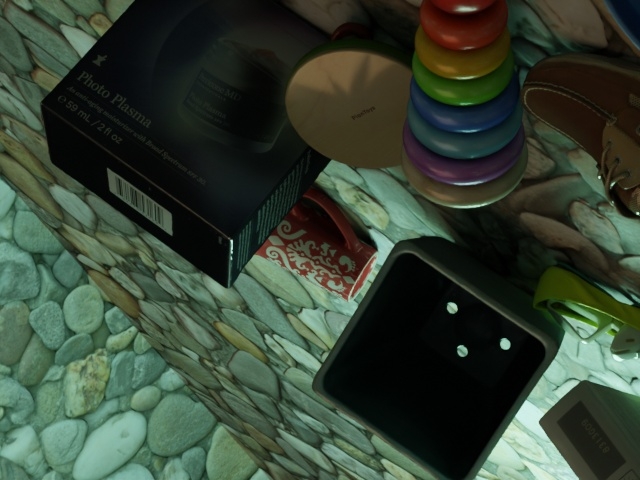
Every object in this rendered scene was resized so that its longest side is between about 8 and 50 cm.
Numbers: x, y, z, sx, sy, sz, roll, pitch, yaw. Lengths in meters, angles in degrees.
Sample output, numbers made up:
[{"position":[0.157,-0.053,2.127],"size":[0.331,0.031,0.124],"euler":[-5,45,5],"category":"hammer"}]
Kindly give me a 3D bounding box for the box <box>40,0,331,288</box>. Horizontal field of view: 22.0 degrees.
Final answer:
[{"position":[-0.141,-0.158,2.056],"size":[0.296,0.294,0.183],"euler":[35,159,9],"category":"box"}]

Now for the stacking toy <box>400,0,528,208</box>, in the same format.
[{"position":[0.150,-0.184,1.695],"size":[0.141,0.141,0.330],"euler":[30,149,24],"category":"stacking toy"}]

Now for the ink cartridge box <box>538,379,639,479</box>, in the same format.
[{"position":[0.463,0.334,2.031],"size":[0.385,0.091,0.308],"euler":[22,-153,-53],"category":"ink cartridge box"}]

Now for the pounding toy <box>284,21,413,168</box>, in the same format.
[{"position":[0.083,-0.187,1.921],"size":[0.237,0.110,0.183],"euler":[-1,135,17],"category":"pounding toy"}]

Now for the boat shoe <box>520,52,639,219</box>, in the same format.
[{"position":[0.330,-0.083,1.635],"size":[0.324,0.116,0.123],"euler":[28,159,27],"category":"boat shoe"}]

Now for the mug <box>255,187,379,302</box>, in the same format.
[{"position":[-0.005,0.008,2.497],"size":[0.169,0.113,0.150],"euler":[31,162,10],"category":"mug"}]

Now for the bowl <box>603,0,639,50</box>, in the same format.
[{"position":[0.379,-0.214,1.119],"size":[0.391,0.077,0.391],"euler":[15,147,10],"category":"bowl"}]

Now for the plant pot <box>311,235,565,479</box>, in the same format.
[{"position":[0.184,0.141,2.212],"size":[0.247,0.248,0.252],"euler":[35,-160,12],"category":"plant pot"}]

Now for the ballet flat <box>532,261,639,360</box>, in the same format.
[{"position":[0.369,0.107,2.077],"size":[0.231,0.077,0.077],"euler":[28,158,27],"category":"ballet flat"}]
